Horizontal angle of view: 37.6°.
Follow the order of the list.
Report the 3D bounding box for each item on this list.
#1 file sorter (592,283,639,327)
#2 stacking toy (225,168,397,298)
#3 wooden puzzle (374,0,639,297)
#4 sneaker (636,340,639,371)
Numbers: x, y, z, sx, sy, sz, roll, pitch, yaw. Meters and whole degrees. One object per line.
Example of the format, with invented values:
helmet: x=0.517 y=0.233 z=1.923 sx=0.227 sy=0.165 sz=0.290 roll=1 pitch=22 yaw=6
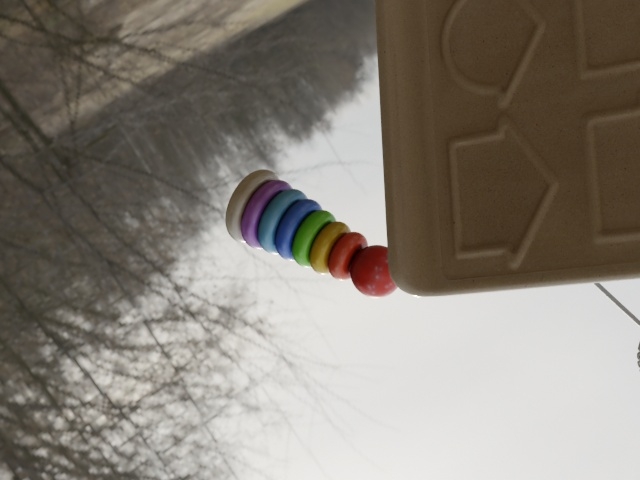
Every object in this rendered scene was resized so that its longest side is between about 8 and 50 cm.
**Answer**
file sorter: x=0.463 y=-0.040 z=1.156 sx=0.278 sy=0.173 sz=0.193 roll=-49 pitch=-178 yaw=-12
stacking toy: x=0.000 y=0.000 z=1.624 sx=0.330 sy=0.141 sz=0.141 roll=27 pitch=-135 yaw=25
wooden puzzle: x=0.228 y=-0.120 z=0.842 sx=0.347 sy=0.322 sz=0.080 roll=-6 pitch=170 yaw=24
sneaker: x=0.685 y=0.272 z=1.774 sx=0.095 sy=0.237 sz=0.104 roll=-30 pitch=-173 yaw=-30
